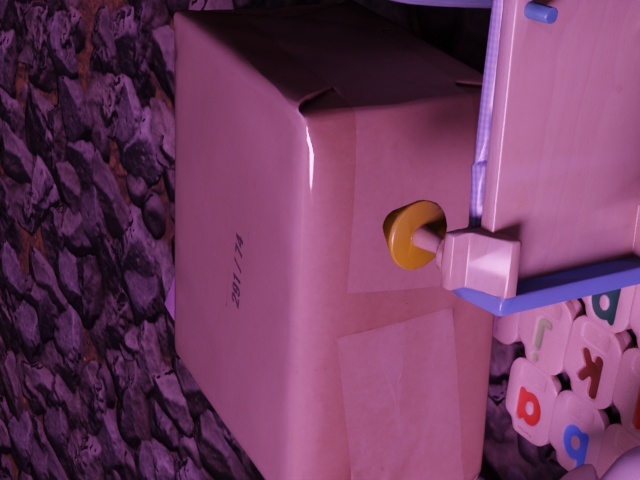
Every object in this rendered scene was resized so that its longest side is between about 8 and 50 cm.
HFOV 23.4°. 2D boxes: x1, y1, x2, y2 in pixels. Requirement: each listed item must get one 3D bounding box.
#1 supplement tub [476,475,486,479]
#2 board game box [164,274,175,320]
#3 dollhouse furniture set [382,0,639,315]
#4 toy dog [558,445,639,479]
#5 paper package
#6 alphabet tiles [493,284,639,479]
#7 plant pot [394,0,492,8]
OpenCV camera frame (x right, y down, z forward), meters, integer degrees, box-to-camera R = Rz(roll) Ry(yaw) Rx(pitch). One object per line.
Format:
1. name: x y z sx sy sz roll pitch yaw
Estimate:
1. supplement tub: 0.022 0.347 1.398 0.331 0.241 0.241 -46 62 53
2. board game box: -0.026 0.070 1.539 0.318 0.066 0.318 55 140 31
3. dollhouse furniture set: 0.153 -0.137 0.981 0.198 0.303 0.286 28 123 49
4. toy dog: 0.187 0.276 1.120 0.334 0.161 0.220 -32 66 44
5. paper package: 0.000 0.000 1.222 0.309 0.168 0.324 -138 45 -58
6. alphabet tiles: 0.223 0.063 1.201 0.284 0.021 0.278 35 128 46
7. plant pot: 0.050 -0.323 1.124 0.248 0.252 0.247 53 139 32
